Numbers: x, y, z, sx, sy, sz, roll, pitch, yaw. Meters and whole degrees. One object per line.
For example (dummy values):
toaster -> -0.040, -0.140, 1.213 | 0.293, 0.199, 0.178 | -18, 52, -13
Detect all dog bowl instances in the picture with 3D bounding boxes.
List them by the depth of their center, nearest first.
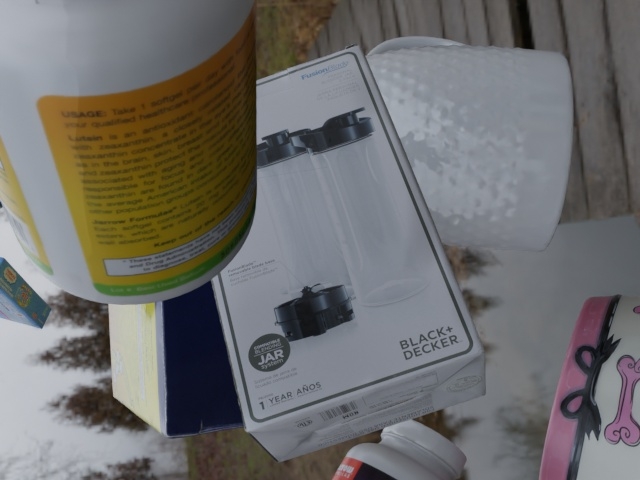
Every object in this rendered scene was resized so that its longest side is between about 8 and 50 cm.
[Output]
dog bowl -> 0.433, 0.264, 1.183 | 0.408, 0.150, 0.408 | -41, -42, -53

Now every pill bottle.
pill bottle -> -0.097, -0.087, 0.365 | 0.245, 0.136, 0.136 | 97, 166, -55
pill bottle -> 0.072, 0.411, 1.102 | 0.323, 0.181, 0.181 | -57, -7, -21

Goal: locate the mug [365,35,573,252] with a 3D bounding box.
mug -> 0.156, -0.168, 1.143 | 0.276, 0.328, 0.374 | 90, -174, -49

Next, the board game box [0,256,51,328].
board game box -> -0.496, 0.052, 1.094 | 0.160, 0.212, 0.039 | 80, -156, -61

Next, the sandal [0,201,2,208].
sandal -> -0.298, -0.178, 0.669 | 0.138, 0.126, 0.317 | -111, 16, -86

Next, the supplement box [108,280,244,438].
supplement box -> -0.139, 0.112, 0.993 | 0.356, 0.194, 0.195 | 172, 96, -67

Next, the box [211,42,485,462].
box -> 0.000, 0.000, 0.619 | 0.087, 0.169, 0.290 | 67, -177, -59
